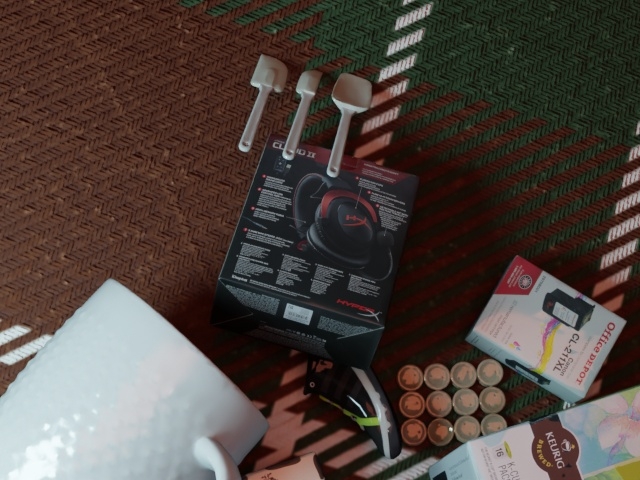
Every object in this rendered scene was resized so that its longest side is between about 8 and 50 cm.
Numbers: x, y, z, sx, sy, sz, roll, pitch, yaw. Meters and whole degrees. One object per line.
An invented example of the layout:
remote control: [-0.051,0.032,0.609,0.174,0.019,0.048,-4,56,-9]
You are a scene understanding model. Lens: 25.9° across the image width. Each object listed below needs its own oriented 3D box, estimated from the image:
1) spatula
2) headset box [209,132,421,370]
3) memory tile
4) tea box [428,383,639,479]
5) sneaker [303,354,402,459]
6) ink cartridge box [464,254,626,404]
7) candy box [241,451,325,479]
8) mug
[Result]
spatula: [-0.020,-0.174,1.890,0.168,0.019,0.242,17,37,-3]
headset box: [0.000,0.000,1.827,0.218,0.110,0.293,16,51,0]
memory tile: [0.177,0.220,1.876,0.148,0.012,0.113,-3,76,-5]
tea box: [0.334,0.313,1.701,0.324,0.329,0.219,-18,78,-8]
sneaker: [0.028,0.195,1.847,0.097,0.084,0.234,-28,73,2]
ink cartridge box: [0.305,0.121,1.878,0.175,0.072,0.127,31,76,4]
candy box: [-0.045,0.407,1.784,0.159,0.071,0.233,-17,79,-8]
mug: [-0.242,0.276,1.667,0.328,0.276,0.374,-47,46,-11]
